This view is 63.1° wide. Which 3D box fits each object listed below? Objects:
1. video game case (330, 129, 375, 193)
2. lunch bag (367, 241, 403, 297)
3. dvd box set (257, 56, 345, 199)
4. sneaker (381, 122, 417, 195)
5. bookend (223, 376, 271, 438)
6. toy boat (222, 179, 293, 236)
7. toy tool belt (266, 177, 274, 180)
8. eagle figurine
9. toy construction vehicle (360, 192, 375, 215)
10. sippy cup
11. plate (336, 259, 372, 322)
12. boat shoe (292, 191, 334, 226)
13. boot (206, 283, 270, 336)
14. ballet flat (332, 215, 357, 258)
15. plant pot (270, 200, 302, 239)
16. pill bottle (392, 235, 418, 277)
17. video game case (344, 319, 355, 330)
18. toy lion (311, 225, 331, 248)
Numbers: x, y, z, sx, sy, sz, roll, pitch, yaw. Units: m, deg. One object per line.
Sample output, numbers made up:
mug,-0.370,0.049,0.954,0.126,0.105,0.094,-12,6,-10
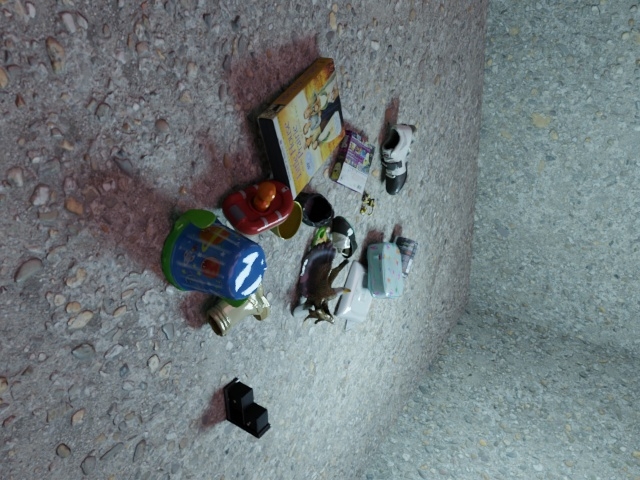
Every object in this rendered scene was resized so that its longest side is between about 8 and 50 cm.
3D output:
video game case,0.138,-0.318,2.137,0.232,0.042,0.210,13,94,-59
lunch bag,0.306,0.141,2.515,0.224,0.108,0.278,9,74,-56
dvd box set,-0.046,-0.379,1.743,0.420,0.062,0.307,-55,145,-39
sneaker,0.324,-0.369,2.364,0.146,0.122,0.330,-2,109,-39
bookend,-0.259,0.596,1.856,0.072,0.157,0.156,-33,133,-47
toy boat,-0.176,-0.120,1.584,0.231,0.151,0.151,-30,165,-42
toy tool belt,-0.155,-0.185,1.727,0.083,0.052,0.051,-18,129,-55
eagle figurine,0.016,0.182,2.101,0.226,0.225,0.298,131,-38,-58
toy construction vehicle,0.217,-0.161,2.353,0.086,0.035,0.098,4,102,-59
sippy cup,-0.284,0.060,1.475,0.305,0.224,0.239,26,83,-60
plate,0.191,0.255,2.501,0.278,0.045,0.277,27,79,-57
boat shoe,-0.015,-0.113,1.927,0.340,0.113,0.127,29,79,-59
boot,-0.270,0.240,1.720,0.203,0.095,0.262,-45,156,-24
ballet flat,0.100,0.001,2.162,0.096,0.095,0.280,-66,155,-18
plant pot,-0.139,-0.077,1.763,0.134,0.095,0.134,-33,131,-48
pill bottle,0.409,0.108,2.708,0.130,0.131,0.245,27,82,-59
video game case,0.152,0.372,2.545,0.087,0.011,0.121,-12,115,-55
toy lion,0.000,0.000,2.095,0.096,0.034,0.100,-34,133,-36
